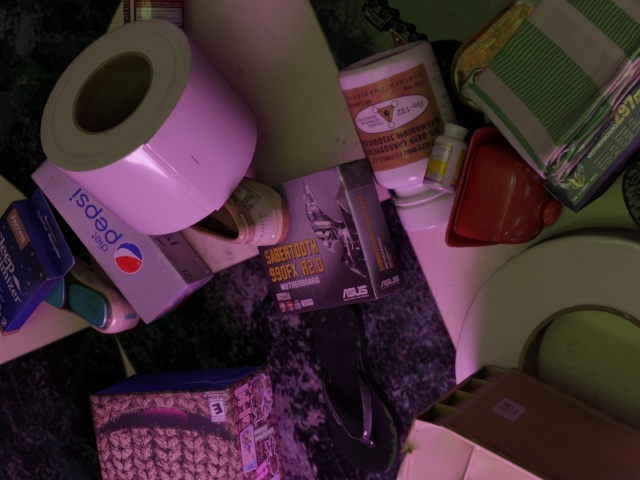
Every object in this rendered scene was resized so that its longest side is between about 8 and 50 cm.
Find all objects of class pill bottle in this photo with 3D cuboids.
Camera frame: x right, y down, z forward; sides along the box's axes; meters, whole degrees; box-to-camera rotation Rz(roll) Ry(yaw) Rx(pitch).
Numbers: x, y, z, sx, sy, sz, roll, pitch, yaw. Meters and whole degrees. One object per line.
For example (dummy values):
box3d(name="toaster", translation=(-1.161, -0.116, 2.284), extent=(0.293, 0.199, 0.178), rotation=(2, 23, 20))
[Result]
box3d(name="pill bottle", translation=(-0.237, -0.328, 1.873), extent=(0.086, 0.086, 0.152), rotation=(4, 100, 21))
box3d(name="pill bottle", translation=(0.160, -0.103, 1.658), extent=(0.043, 0.043, 0.083), rotation=(18, 91, 18))
box3d(name="pill bottle", translation=(0.119, -0.135, 1.735), extent=(0.131, 0.131, 0.229), rotation=(-16, 102, 23))

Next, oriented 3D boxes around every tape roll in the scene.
box3d(name="tape roll", translation=(-0.230, -0.153, 1.778), extent=(0.246, 0.169, 0.246), rotation=(-18, 51, 24))
box3d(name="tape roll", translation=(0.366, 0.176, 1.702), extent=(0.392, 0.072, 0.392), rotation=(6, 104, 27))

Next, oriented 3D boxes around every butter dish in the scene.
box3d(name="butter dish", translation=(0.251, -0.053, 1.675), extent=(0.118, 0.160, 0.160), rotation=(25, 107, 36))

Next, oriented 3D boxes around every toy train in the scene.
box3d(name="toy train", translation=(0.115, -0.268, 1.777), extent=(0.158, 0.027, 0.036), rotation=(44, 114, 10))

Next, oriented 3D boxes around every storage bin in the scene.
box3d(name="storage bin", translation=(0.254, 0.280, 1.592), extent=(0.260, 0.262, 0.123), rotation=(26, 111, 21))

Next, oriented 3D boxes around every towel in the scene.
box3d(name="towel", translation=(0.320, -0.252, 1.577), extent=(0.325, 0.038, 0.248), rotation=(-54, 34, 17))

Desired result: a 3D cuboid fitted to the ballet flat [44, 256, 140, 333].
box3d(name="ballet flat", translation=(-0.358, 0.072, 1.979), extent=(0.248, 0.086, 0.086), rotation=(30, 109, 38))

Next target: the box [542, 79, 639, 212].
box3d(name="box", translation=(0.381, -0.145, 1.609), extent=(0.059, 0.183, 0.233), rotation=(42, 111, 10))

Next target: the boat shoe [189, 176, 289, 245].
box3d(name="boat shoe", translation=(-0.165, -0.063, 1.842), extent=(0.285, 0.089, 0.105), rotation=(20, 114, 42))

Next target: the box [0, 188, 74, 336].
box3d(name="box", translation=(-0.453, 0.033, 1.984), extent=(0.225, 0.036, 0.136), rotation=(-43, 69, 43))

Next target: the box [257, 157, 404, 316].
box3d(name="box", translation=(0.000, 0.000, 1.792), extent=(0.231, 0.056, 0.183), rotation=(-13, 95, 52))

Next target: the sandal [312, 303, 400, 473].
box3d(name="sandal", translation=(0.039, 0.214, 1.867), extent=(0.097, 0.054, 0.254), rotation=(-18, 91, 23))

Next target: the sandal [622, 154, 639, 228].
box3d(name="sandal", translation=(0.591, -0.051, 1.597), extent=(0.445, 0.107, 0.168), rotation=(-1, 95, 8))

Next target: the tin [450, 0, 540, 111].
box3d(name="tin", translation=(0.256, -0.247, 1.722), extent=(0.189, 0.040, 0.106), rotation=(-41, 79, 21))

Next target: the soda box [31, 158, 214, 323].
box3d(name="soda box", translation=(-0.291, -0.022, 1.938), extent=(0.098, 0.091, 0.286), rotation=(-42, 82, 22))

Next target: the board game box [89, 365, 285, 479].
box3d(name="board game box", translation=(-0.186, 0.344, 1.928), extent=(0.232, 0.141, 0.291), rotation=(-6, 96, 22))
